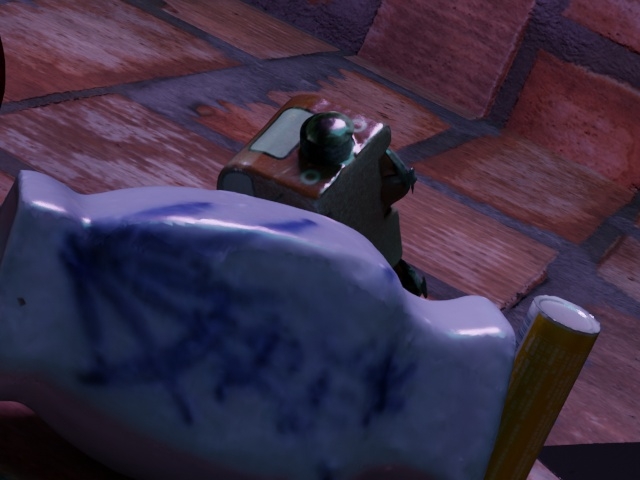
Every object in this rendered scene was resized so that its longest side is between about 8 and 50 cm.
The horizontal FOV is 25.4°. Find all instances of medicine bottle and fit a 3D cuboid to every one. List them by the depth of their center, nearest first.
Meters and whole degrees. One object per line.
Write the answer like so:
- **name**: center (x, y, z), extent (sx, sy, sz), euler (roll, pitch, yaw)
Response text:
- **medicine bottle**: center (0.164, 0.155, 1.203), extent (0.074, 0.218, 0.074), euler (20, 20, -8)

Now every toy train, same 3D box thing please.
- **toy train**: center (0.000, 0.000, 1.311), extent (0.159, 0.326, 0.129), euler (22, 56, 25)

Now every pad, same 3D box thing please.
- **pad**: center (0.351, 0.259, 1.475), extent (0.265, 0.009, 0.159), euler (5, 26, -39)

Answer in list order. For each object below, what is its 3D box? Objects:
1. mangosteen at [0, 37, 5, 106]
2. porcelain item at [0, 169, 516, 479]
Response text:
- **mangosteen**: center (-0.420, -0.174, 1.363), extent (0.236, 0.235, 0.261), euler (21, -2, -7)
- **porcelain item**: center (-0.065, 0.085, 1.108), extent (0.405, 0.242, 0.178), euler (17, -7, -17)
